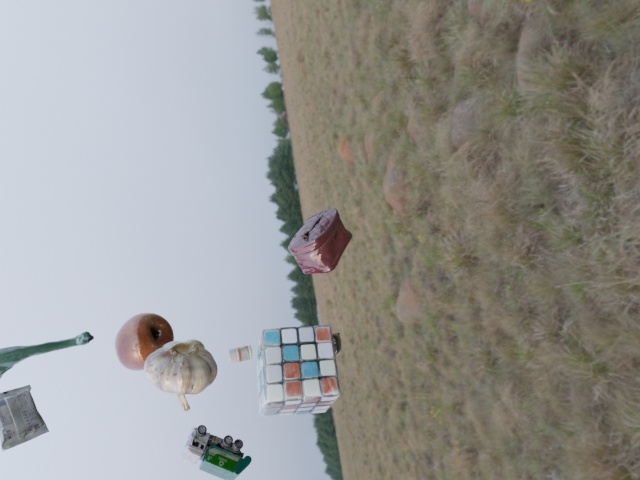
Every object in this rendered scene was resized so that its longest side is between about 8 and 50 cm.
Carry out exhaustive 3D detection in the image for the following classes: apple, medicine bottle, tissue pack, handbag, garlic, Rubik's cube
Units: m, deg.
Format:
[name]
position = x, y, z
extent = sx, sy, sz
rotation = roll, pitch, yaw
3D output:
[apple]
position = -0.774, 0.444, 1.861
extent = 0.253, 0.254, 0.253
rotation = 171, 90, -88
[medicine bottle]
position = -0.317, 0.450, 1.689
extent = 0.057, 0.089, 0.057
rotation = 173, 90, -73
[tissue pack]
position = -0.945, 0.544, 1.330
extent = 0.193, 0.123, 0.026
rotation = 46, 122, 27
[handbag]
position = 0.000, 0.000, 1.394
extent = 0.135, 0.147, 0.225
rotation = 59, -140, -23
[garlic]
position = -0.478, 0.483, 1.484
extent = 0.245, 0.245, 0.252
rotation = -107, 22, -76
[Rubik's cube]
position = -0.090, 0.466, 1.513
extent = 0.256, 0.254, 0.258
rotation = 109, 159, -56

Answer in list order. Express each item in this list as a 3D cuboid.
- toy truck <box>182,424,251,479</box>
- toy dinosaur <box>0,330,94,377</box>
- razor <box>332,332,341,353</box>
[toy truck]
position = -0.387, 0.799, 1.600
extent = 0.114, 0.254, 0.124
rotation = -57, 12, 34
[toy dinosaur]
position = -0.830, 0.343, 1.112
extent = 0.331, 0.384, 0.129
rotation = 4, -124, -52
[razor]
position = 0.067, 0.469, 1.950
extent = 0.148, 0.054, 0.089
rotation = 38, -135, -78
